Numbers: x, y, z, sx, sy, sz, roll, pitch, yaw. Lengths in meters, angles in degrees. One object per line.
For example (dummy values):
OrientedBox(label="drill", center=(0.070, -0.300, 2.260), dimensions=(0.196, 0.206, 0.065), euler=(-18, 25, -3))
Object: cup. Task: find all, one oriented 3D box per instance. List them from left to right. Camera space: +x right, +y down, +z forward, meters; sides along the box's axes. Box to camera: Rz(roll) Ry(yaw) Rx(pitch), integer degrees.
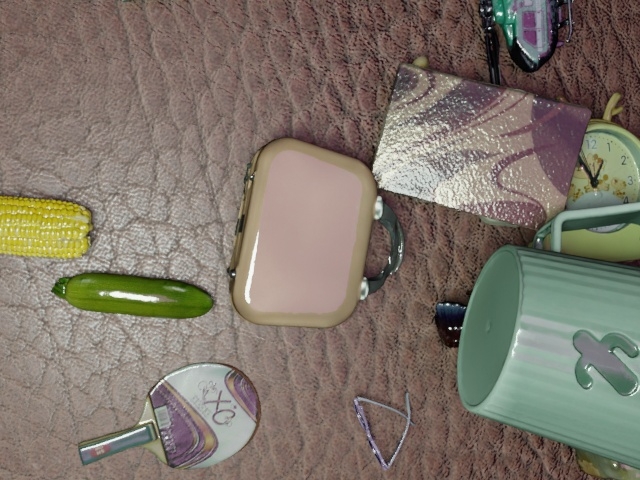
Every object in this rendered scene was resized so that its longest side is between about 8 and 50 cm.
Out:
OrientedBox(label="cup", center=(0.440, 0.147, 1.107), dimensions=(0.391, 0.401, 0.310), euler=(15, 131, -3))

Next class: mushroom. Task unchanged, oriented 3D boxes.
OrientedBox(label="mushroom", center=(0.258, -0.165, 1.251), dimensions=(0.109, 0.097, 0.351), euler=(-34, 93, -22))

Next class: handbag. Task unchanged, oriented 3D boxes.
OrientedBox(label="handbag", center=(0.000, 0.000, 1.174), dimensions=(0.283, 0.149, 0.302), euler=(10, 87, -9))

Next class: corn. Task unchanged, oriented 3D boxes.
OrientedBox(label="corn", center=(-0.478, -0.022, 1.101), dimensions=(0.243, 0.093, 0.094), euler=(4, 90, -12))

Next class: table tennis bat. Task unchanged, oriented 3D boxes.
OrientedBox(label="table tennis bat", center=(-0.248, 0.306, 1.190), dimensions=(0.301, 0.022, 0.174), euler=(-15, 93, -13))

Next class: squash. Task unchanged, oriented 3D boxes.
OrientedBox(label="squash", center=(-0.300, 0.089, 1.151), dimensions=(0.257, 0.069, 0.069), euler=(6, 90, -12))

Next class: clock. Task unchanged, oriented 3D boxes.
OrientedBox(label="clock", center=(0.490, -0.110, 1.295), dimensions=(0.234, 0.096, 0.308), euler=(-4, 92, -10))

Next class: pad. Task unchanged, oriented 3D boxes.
OrientedBox(label="pad", center=(0.261, -0.155, 1.195), dimensions=(0.330, 0.004, 0.220), euler=(15, 97, 6))

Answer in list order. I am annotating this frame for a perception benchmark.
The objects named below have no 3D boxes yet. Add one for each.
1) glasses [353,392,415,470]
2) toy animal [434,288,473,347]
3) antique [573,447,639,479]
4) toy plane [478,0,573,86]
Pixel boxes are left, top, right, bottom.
OrientedBox(label="glasses", center=(0.126, 0.317, 1.245), dimensions=(0.103, 0.062, 0.140), euler=(-22, 96, -12))
OrientedBox(label="toy animal", center=(0.300, 0.163, 1.250), dimensions=(0.218, 0.116, 0.180), euler=(3, 89, -18))
OrientedBox(label="antique", center=(0.505, 0.282, 1.295), dimensions=(0.125, 0.150, 0.284), euler=(-22, 87, -13))
OrientedBox(label="toy plane", center=(0.350, -0.450, 1.265), dimensions=(0.155, 0.106, 0.382), euler=(-6, 97, 0))
